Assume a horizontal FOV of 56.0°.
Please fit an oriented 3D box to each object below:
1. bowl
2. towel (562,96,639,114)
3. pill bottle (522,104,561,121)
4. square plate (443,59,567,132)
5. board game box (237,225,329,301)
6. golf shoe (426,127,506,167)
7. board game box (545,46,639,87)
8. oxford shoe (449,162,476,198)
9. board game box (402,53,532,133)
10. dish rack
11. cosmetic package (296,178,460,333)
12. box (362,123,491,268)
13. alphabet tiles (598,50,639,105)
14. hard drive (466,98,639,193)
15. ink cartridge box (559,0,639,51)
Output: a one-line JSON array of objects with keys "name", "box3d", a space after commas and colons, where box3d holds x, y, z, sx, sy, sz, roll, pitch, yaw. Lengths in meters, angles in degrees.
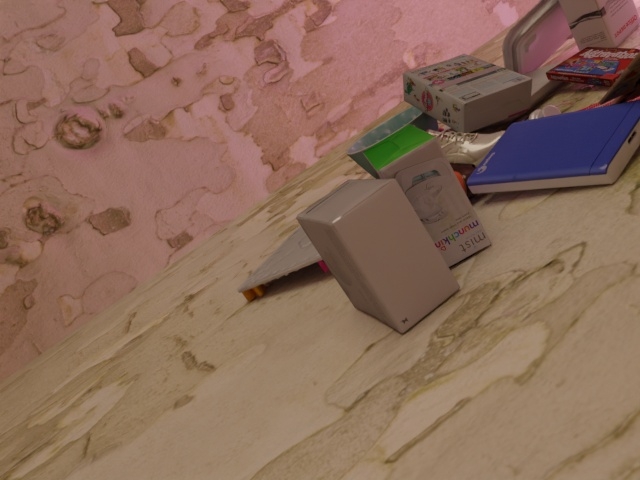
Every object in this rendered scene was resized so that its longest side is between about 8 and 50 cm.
[{"name": "bowl", "box3d": [0.252, -0.289, 1.886, 0.311, 0.163, 0.311, -30, 14, 8]}, {"name": "towel", "box3d": [0.595, -0.253, 1.288, 0.198, 0.031, 0.275, -21, 18, 38]}, {"name": "pill bottle", "box3d": [0.494, -0.257, 1.375, 0.067, 0.067, 0.120, -39, -4, -25]}, {"name": "square plate", "box3d": [0.596, -0.438, 1.872, 0.344, 0.049, 0.347, -36, 14, -16]}, {"name": "board game box", "box3d": [0.000, 0.000, 1.663, 0.390, 0.050, 0.390, -23, 17, 42]}, {"name": "golf shoe", "box3d": [0.343, -0.237, 1.566, 0.306, 0.140, 0.115, -18, 19, 42]}, {"name": "board game box", "box3d": [0.737, -0.461, 1.586, 0.145, 0.027, 0.281, -31, 23, -3]}, {"name": "oxford shoe", "box3d": [0.319, -0.142, 1.441, 0.098, 0.097, 0.271, -14, 17, -6]}, {"name": "board game box", "box3d": [0.406, -0.423, 1.701, 0.223, 0.098, 0.303, -21, 37, -15]}, {"name": "dish rack", "box3d": [0.756, -0.691, 2.008, 0.333, 0.072, 0.285, -45, -28, 1]}, {"name": "cosmetic package", "box3d": [0.095, 0.017, 1.070, 0.138, 0.224, 0.224, -36, 14, -10]}, {"name": "box", "box3d": [0.198, -0.089, 1.187, 0.126, 0.231, 0.262, -31, 14, 6]}, {"name": "alphabet tiles", "box3d": [0.674, -0.367, 1.099, 0.285, 0.011, 0.342, -25, -18, -10]}, {"name": "hard drive", "box3d": [0.467, -0.181, 1.192, 0.210, 0.040, 0.318, -49, 24, -22]}, {"name": "ink cartridge box", "box3d": [0.846, -0.733, 1.843, 0.197, 0.273, 0.114, -41, 19, -28]}]
